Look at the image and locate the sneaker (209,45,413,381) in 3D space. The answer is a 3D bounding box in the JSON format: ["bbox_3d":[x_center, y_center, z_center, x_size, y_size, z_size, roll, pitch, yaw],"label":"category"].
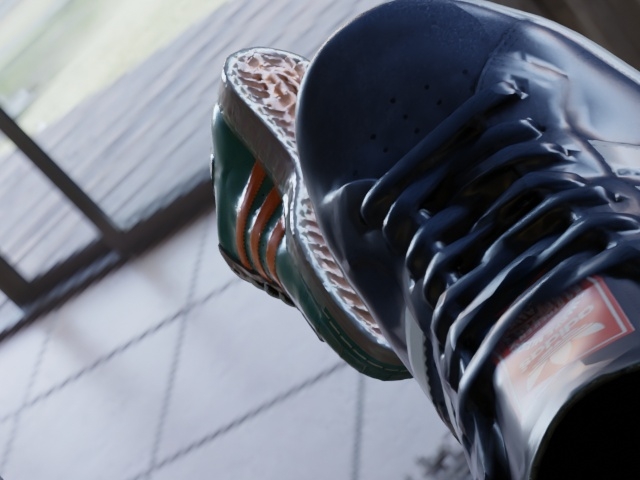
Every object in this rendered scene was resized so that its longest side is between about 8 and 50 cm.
[{"bbox_3d":[0.000,0.000,1.000,0.302,0.108,0.121,-117,33,-44],"label":"sneaker"}]

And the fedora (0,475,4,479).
[{"bbox_3d":[-0.268,0.194,0.935,0.275,0.244,0.124,39,99,30],"label":"fedora"}]

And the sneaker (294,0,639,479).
[{"bbox_3d":[0.078,0.028,0.422,0.131,0.148,0.350,-47,54,12],"label":"sneaker"}]
